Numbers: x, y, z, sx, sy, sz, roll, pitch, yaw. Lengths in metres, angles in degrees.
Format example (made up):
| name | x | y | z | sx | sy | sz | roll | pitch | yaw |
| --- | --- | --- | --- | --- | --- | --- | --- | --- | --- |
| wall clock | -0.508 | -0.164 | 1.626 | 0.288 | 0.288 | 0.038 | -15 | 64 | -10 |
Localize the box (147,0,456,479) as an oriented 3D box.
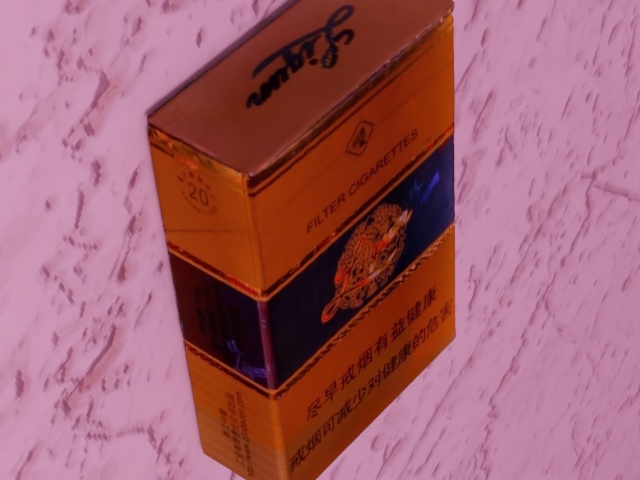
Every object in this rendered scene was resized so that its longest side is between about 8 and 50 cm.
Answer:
| name | x | y | z | sx | sy | sz | roll | pitch | yaw |
| --- | --- | --- | --- | --- | --- | --- | --- | --- | --- |
| box | 0.001 | 0.000 | 0.875 | 0.152 | 0.070 | 0.237 | -42 | 144 | -31 |
